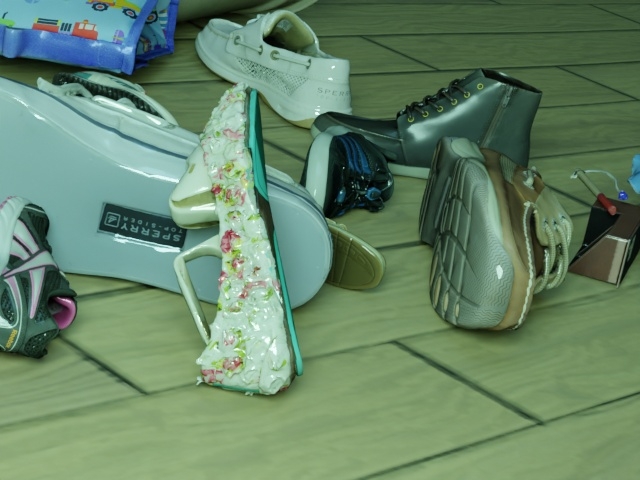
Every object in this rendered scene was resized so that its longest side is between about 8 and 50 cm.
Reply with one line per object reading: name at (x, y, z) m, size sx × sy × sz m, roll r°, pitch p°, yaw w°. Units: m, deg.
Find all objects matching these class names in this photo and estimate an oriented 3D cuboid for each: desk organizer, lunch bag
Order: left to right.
lunch bag at (-0.274, -0.242, 1.766) m, size 0.221 × 0.138 × 0.293 m, roll 11°, pitch 21°, yaw 2°
desk organizer at (0.267, -0.001, 1.590) m, size 0.050 × 0.047 × 0.130 m, roll 16°, pitch 19°, yaw 14°

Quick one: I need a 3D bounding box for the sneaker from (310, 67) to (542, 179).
sneaker at (0.107, -0.127, 1.723) m, size 0.222 × 0.118 × 0.083 m, roll 12°, pitch 19°, yaw -5°

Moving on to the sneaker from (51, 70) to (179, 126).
sneaker at (-0.178, -0.127, 1.626) m, size 0.161 × 0.057 × 0.075 m, roll 23°, pitch 27°, yaw 34°

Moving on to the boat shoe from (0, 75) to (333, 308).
boat shoe at (-0.166, -0.057, 1.323) m, size 0.367 × 0.136 × 0.156 m, roll 14°, pitch 19°, yaw -6°

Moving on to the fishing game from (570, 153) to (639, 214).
fishing game at (0.383, -0.064, 1.648) m, size 0.264 × 0.041 × 0.189 m, roll -11°, pitch 20°, yaw -3°

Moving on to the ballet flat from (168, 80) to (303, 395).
ballet flat at (-0.065, -0.005, 1.181) m, size 0.077 × 0.091 × 0.241 m, roll -9°, pitch 60°, yaw -1°

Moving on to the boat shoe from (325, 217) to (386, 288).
boat shoe at (0.000, 0.000, 1.399) m, size 0.135 × 0.050 × 0.045 m, roll 23°, pitch 27°, yaw 26°

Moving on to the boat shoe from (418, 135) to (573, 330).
boat shoe at (0.156, -0.009, 1.429) m, size 0.116 × 0.123 × 0.324 m, roll 14°, pitch 21°, yaw -5°

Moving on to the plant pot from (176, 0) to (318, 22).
plant pot at (-0.168, -0.389, 2.050) m, size 0.333 × 0.334 × 0.305 m, roll 22°, pitch 33°, yaw 24°

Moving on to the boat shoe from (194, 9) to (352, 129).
boat shoe at (-0.044, -0.206, 1.881) m, size 0.098 × 0.096 × 0.277 m, roll -2°, pitch 24°, yaw -36°

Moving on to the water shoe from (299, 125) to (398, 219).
water shoe at (0.028, -0.060, 1.555) m, size 0.080 × 0.073 × 0.203 m, roll 17°, pitch 20°, yaw 4°

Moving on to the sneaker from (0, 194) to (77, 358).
sneaker at (-0.201, 0.034, 1.167) m, size 0.077 × 0.072 × 0.178 m, roll 23°, pitch 26°, yaw -9°
